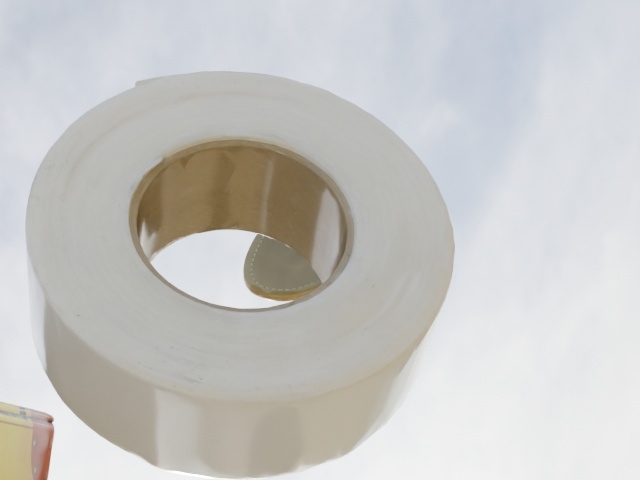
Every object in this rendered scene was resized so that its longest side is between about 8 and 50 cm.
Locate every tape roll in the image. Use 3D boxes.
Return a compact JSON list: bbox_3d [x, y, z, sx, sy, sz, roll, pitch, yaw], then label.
[{"bbox_3d":[-0.057,0.015,0.885,0.286,0.286,0.100,-37,-25,-32],"label":"tape roll"}]

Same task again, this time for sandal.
[{"bbox_3d":[0.006,0.002,1.131,0.240,0.088,0.079,-58,-20,-45],"label":"sandal"}]

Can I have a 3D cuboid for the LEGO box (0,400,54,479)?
[{"bbox_3d":[-0.372,0.271,0.880,0.500,0.193,0.373,62,-146,-76],"label":"LEGO box"}]
